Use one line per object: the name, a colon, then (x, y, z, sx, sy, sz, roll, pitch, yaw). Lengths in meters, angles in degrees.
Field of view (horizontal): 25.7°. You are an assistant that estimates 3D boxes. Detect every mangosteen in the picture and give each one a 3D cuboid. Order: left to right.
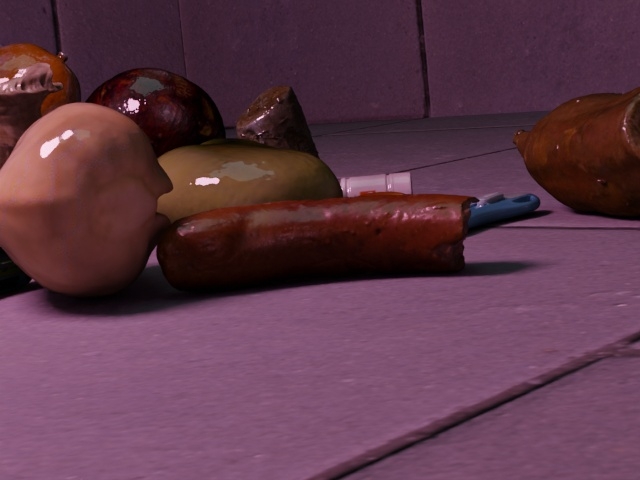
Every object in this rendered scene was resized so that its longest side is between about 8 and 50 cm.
mangosteen: (-0.268, -0.123, 2.118, 0.231, 0.231, 0.289, -2, 49, 24)

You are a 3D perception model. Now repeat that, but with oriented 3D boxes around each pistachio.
pistachio: (-0.241, -0.038, 1.365, 0.187, 0.187, 0.299, -8, 3, -14)

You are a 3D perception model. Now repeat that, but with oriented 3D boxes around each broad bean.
broad bean: (-0.097, -0.058, 1.674, 0.238, 0.119, 0.291, 2, 8, -16)

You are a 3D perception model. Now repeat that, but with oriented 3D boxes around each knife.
knife: (0.179, -0.032, 1.586, 0.064, 0.031, 0.222, 5, 13, 38)

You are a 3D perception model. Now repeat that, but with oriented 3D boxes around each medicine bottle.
medicine bottle: (0.070, -0.054, 1.738, 0.089, 0.057, 0.057, -5, 7, 5)

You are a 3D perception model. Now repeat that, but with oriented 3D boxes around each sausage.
sausage: (-0.001, -0.001, 1.310, 0.302, 0.076, 0.103, -5, 7, 7)

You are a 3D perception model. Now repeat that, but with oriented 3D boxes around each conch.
conch: (-0.424, -0.063, 1.692, 0.324, 0.186, 0.263, -34, 6, -12)

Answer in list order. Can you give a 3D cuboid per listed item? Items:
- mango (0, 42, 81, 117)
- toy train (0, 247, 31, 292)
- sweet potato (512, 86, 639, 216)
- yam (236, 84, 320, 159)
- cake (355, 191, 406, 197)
mango: (-0.513, -0.138, 2.087, 0.384, 0.199, 0.221, -42, 42, -2)
toy train: (-0.349, 0.038, 1.418, 0.044, 0.042, 0.209, 23, 18, 23)
sweet potato: (0.339, -0.096, 1.566, 0.158, 0.158, 0.369, -9, 1, -23)
yam: (-0.051, -0.108, 1.873, 0.107, 0.183, 0.107, -18, 17, 6)
cake: (0.070, -0.032, 1.626, 0.084, 0.044, 0.084, -5, 9, 1)
